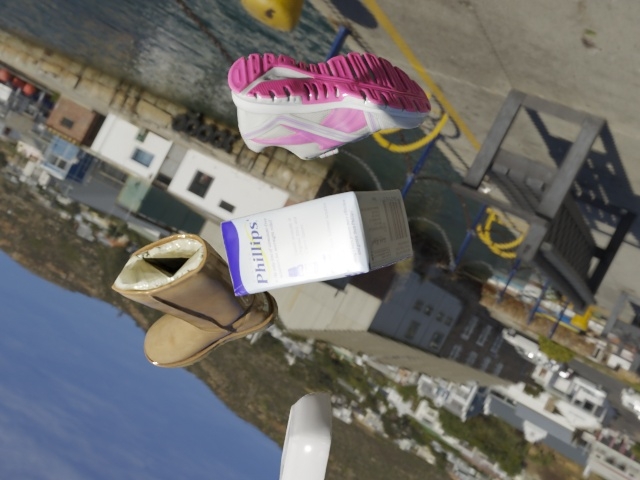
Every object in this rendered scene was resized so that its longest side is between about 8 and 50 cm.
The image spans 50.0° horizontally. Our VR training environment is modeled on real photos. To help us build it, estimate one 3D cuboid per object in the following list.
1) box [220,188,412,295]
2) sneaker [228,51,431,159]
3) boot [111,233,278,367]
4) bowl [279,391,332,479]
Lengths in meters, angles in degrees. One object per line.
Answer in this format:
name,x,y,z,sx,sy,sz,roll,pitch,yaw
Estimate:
box,0.000,0.000,0.647,0.137,0.072,0.126,-11,180,25
sneaker,0.010,-0.160,0.848,0.252,0.103,0.111,1,140,-12
boot,-0.203,0.089,0.955,0.089,0.236,0.269,68,-170,24
bowl,-0.022,0.286,0.926,0.053,0.142,0.142,9,-164,-2
